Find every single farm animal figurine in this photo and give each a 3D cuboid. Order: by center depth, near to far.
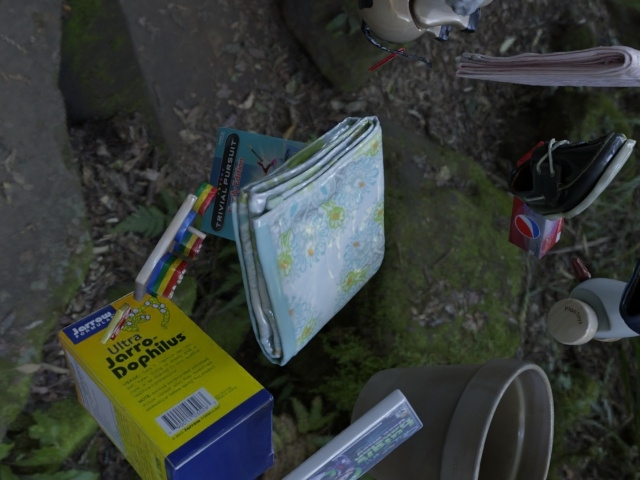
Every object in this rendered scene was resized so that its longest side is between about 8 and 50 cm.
[{"bbox_3d":[0.101,-0.378,0.801,0.172,0.330,0.326,7,80,-19],"label":"farm animal figurine"}]

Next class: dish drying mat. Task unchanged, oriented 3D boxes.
[{"bbox_3d":[0.128,-0.353,1.305,0.032,0.083,0.008,-37,100,-33],"label":"dish drying mat"}]

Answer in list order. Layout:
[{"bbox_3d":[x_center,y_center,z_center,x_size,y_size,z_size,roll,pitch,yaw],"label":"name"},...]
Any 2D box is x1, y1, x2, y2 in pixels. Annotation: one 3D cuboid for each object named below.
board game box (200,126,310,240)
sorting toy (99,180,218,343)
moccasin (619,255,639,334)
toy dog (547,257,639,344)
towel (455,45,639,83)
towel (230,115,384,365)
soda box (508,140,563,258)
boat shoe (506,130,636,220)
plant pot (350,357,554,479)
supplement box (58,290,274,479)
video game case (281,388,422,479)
[{"bbox_3d":[-0.109,-0.106,1.516,0.079,0.336,0.253,2,102,-56],"label":"board game box"},{"bbox_3d":[-0.197,0.028,0.882,0.046,0.132,0.274,30,68,-7],"label":"sorting toy"},{"bbox_3d":[0.517,-0.018,0.887,0.117,0.138,0.341,18,96,-33],"label":"moccasin"},{"bbox_3d":[0.559,0.081,1.155,0.220,0.334,0.160,19,59,-62],"label":"toy dog"},{"bbox_3d":[0.466,-0.312,1.211,0.332,0.317,0.053,-10,107,-45],"label":"towel"},{"bbox_3d":[0.000,0.000,1.167,0.321,0.090,0.374,-38,141,-33],"label":"towel"},{"bbox_3d":[0.482,-0.084,1.465,0.083,0.092,0.263,-39,144,-22],"label":"soda box"},{"bbox_3d":[0.270,-0.075,0.744,0.084,0.079,0.233,-53,177,-4],"label":"boat shoe"},{"bbox_3d":[0.215,0.348,1.170,0.323,0.281,0.322,-9,102,-52],"label":"plant pot"},{"bbox_3d":[-0.265,0.273,1.156,0.195,0.357,0.194,-30,141,-33],"label":"supplement box"},{"bbox_3d":[0.051,0.288,0.910,0.022,0.190,0.173,50,-5,30],"label":"video game case"}]
